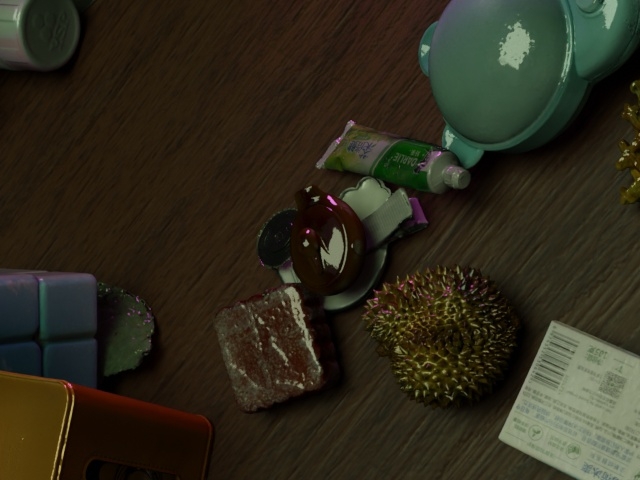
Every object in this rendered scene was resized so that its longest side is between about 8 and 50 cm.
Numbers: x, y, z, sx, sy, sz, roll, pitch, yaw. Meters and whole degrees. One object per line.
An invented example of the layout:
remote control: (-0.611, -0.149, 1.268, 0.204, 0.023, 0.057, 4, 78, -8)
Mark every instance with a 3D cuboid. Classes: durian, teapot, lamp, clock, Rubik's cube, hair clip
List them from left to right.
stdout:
Rubik's cube: (-0.494, 0.196, 1.702, 0.319, 0.316, 0.321, 2, 91, 34)
clock: (-0.047, -0.004, 1.664, 0.083, 0.010, 0.074, -43, 47, 20)
teapot: (0.000, 0.000, 1.574, 0.098, 0.078, 0.129, -22, 69, 33)
hair clip: (0.027, 0.009, 1.628, 0.220, 0.054, 0.140, -32, 64, 24)
durian: (0.134, 0.105, 1.482, 0.168, 0.137, 0.158, -17, 85, 13)
lamp: (0.230, -0.212, 1.503, 0.284, 0.147, 0.209, -23, 68, 26)

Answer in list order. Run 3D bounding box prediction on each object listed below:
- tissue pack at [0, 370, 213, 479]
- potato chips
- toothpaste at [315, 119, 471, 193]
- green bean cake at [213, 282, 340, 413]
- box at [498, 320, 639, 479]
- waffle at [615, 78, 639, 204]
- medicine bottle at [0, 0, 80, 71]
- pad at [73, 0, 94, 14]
tissue pack: (-0.269, 0.274, 1.596, 0.145, 0.274, 0.194, 4, 78, 34)
potato chips: (-0.321, 0.138, 1.808, 0.228, 0.059, 0.167, -30, 68, 22)
toothpaste: (0.086, -0.093, 1.592, 0.078, 0.047, 0.248, -53, 36, -12)
green bean cake: (-0.051, 0.127, 1.621, 0.136, 0.056, 0.135, -22, 80, 28)
box: (0.299, 0.182, 1.378, 0.194, 0.073, 0.139, 24, 89, 36)
waffle: (0.419, -0.102, 1.406, 0.229, 0.051, 0.231, -4, 72, 32)
medicine bottle: (-0.448, -0.313, 1.988, 0.169, 0.135, 0.135, 11, 81, 34)
pad: (-0.320, -0.428, 2.020, 0.190, 0.004, 0.127, -39, 58, 18)
